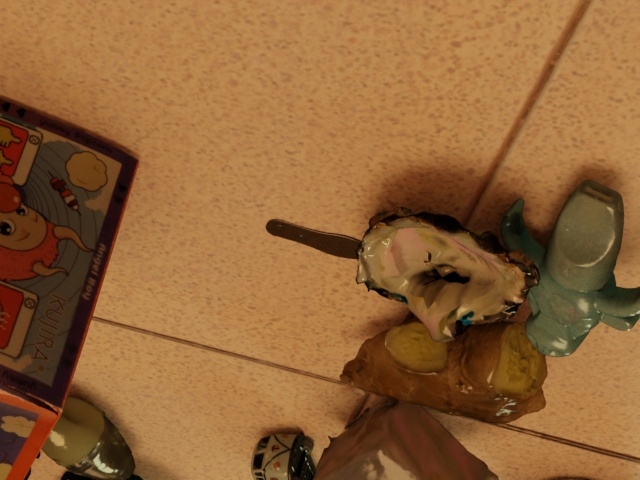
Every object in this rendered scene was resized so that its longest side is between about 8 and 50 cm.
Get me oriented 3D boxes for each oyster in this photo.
[{"bbox_3d":[0.137,0.034,1.606,0.198,0.092,0.259,28,148,0],"label":"oyster"}]

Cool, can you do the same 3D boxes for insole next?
[{"bbox_3d":[0.000,0.000,1.690,0.135,0.002,0.045,17,143,-7],"label":"insole"}]

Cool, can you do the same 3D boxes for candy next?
[{"bbox_3d":[0.104,0.323,1.932,0.195,0.137,0.185,45,122,-10],"label":"candy"}]

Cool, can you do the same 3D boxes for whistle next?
[{"bbox_3d":[0.287,0.036,1.594,0.186,0.093,0.274,29,145,20],"label":"whistle"}]

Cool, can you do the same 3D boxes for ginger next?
[{"bbox_3d":[0.154,0.153,1.765,0.270,0.123,0.219,6,163,37],"label":"ginger"}]

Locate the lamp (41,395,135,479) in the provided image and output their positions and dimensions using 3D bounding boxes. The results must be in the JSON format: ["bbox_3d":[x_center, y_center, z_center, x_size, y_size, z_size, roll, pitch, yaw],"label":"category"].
[{"bbox_3d":[-0.354,0.291,2.090,0.101,0.101,0.250,-11,141,27],"label":"lamp"}]

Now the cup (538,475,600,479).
[{"bbox_3d":[0.368,0.504,2.044,0.253,0.274,0.253,8,145,5],"label":"cup"}]

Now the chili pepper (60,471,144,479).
[{"bbox_3d":[-0.339,0.432,2.282,0.148,0.116,0.264,20,145,-31],"label":"chili pepper"}]

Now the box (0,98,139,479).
[{"bbox_3d":[-0.410,0.043,1.563,0.319,0.348,0.257,23,142,-13],"label":"box"}]

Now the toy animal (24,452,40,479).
[{"bbox_3d":[-0.505,0.380,2.230,0.094,0.121,0.225,20,144,-13],"label":"toy animal"}]

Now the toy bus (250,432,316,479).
[{"bbox_3d":[-0.047,0.358,2.115,0.089,0.087,0.194,3,142,18],"label":"toy bus"}]
